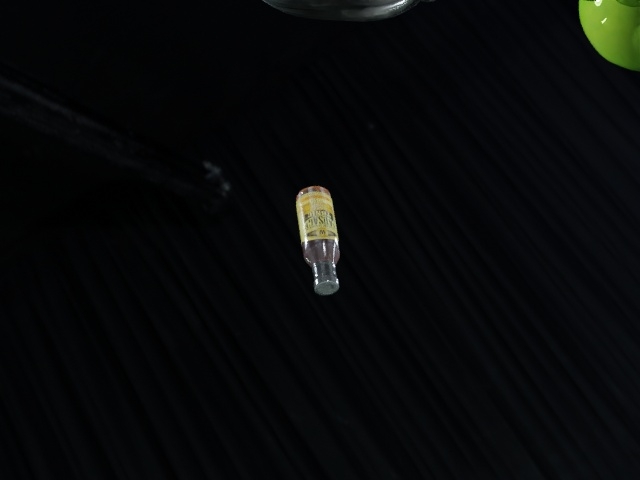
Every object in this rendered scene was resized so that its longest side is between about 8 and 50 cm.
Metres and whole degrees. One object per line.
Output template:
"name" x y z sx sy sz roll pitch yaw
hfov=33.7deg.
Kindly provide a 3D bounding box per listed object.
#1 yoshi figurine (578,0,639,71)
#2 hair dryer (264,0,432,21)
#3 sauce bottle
"yoshi figurine" 0.311 -0.280 0.906 0.362 0.203 0.203 -50 15 -29
"hair dryer" 0.045 -0.181 0.230 0.293 0.224 0.080 -7 39 45
"sauce bottle" 0.000 0.000 1.134 0.042 0.128 0.042 -7 -38 -6
